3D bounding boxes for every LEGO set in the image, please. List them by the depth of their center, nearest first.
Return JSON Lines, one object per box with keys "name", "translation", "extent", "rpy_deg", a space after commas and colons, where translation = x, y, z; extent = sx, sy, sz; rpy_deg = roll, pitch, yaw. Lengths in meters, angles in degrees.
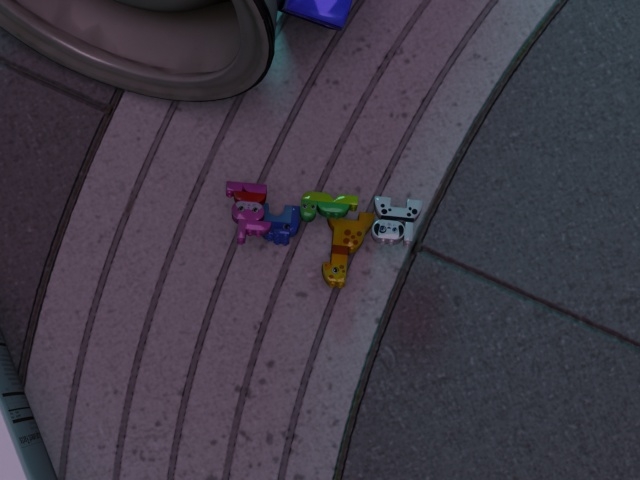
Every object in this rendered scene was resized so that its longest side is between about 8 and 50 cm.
{"name": "LEGO set", "translation": [0.000, 0.000, 1.709], "extent": [0.227, 0.087, 0.093], "rpy_deg": [5, 70, 0]}

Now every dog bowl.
{"name": "dog bowl", "translation": [-0.217, -0.327, 1.594], "extent": [0.408, 0.408, 0.150], "rpy_deg": [21, 66, 1]}

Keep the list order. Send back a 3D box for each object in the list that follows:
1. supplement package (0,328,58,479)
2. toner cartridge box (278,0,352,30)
{"name": "supplement package", "translation": [-0.423, 0.207, 1.645], "extent": [0.177, 0.175, 0.293], "rpy_deg": [-21, 86, -4]}
{"name": "toner cartridge box", "translation": [0.038, -0.416, 1.670], "extent": [0.075, 0.165, 0.348], "rpy_deg": [17, 97, -8]}
